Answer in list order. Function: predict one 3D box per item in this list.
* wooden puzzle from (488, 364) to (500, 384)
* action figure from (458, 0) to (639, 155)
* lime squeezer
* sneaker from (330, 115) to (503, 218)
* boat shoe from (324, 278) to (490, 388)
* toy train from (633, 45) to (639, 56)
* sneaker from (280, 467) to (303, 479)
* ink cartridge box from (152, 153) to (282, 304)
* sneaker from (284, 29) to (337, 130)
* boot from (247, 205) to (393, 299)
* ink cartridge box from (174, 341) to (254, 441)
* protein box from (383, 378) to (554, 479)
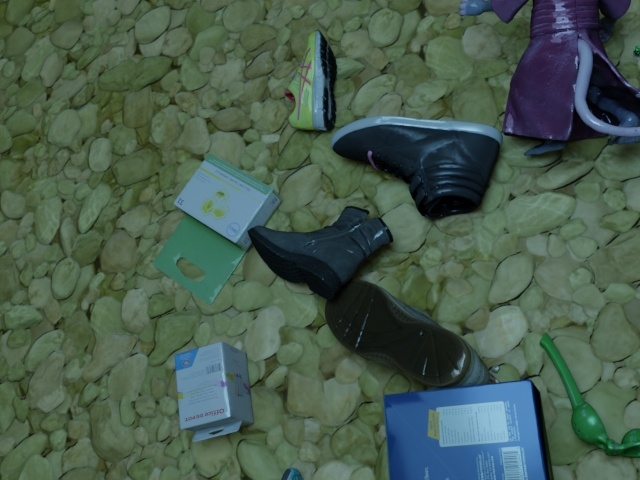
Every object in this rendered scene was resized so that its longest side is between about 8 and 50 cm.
[{"bbox_3d":[0.240,0.220,1.096,0.083,0.006,0.049,-47,60,0],"label":"wooden puzzle"},{"bbox_3d":[0.356,-0.319,1.107,0.248,0.276,0.370,-6,94,2],"label":"action figure"},{"bbox_3d":[0.415,0.248,0.996,0.310,0.059,0.110,29,50,30],"label":"lime squeezer"},{"bbox_3d":[0.143,-0.117,1.217,0.295,0.104,0.147,5,70,23],"label":"sneaker"},{"bbox_3d":[0.124,0.148,1.125,0.302,0.098,0.109,23,85,47],"label":"boat shoe"},{"bbox_3d":[0.543,-0.323,1.186,0.083,0.017,0.024,-37,71,5],"label":"toy train"},{"bbox_3d":[-0.079,0.423,1.117,0.076,0.065,0.167,10,72,30],"label":"sneaker"},{"bbox_3d":[-0.203,-0.025,1.355,0.171,0.056,0.235,30,81,29],"label":"ink cartridge box"},{"bbox_3d":[-0.025,-0.299,1.377,0.094,0.081,0.209,-6,67,23],"label":"sneaker"},{"bbox_3d":[0.000,0.000,1.253,0.161,0.083,0.246,-42,42,-21],"label":"boot"},{"bbox_3d":[-0.173,0.253,1.207,0.092,0.090,0.143,-17,65,16],"label":"ink cartridge box"},{"bbox_3d":[0.205,0.305,0.997,0.201,0.136,0.200,-10,68,19],"label":"protein box"}]
